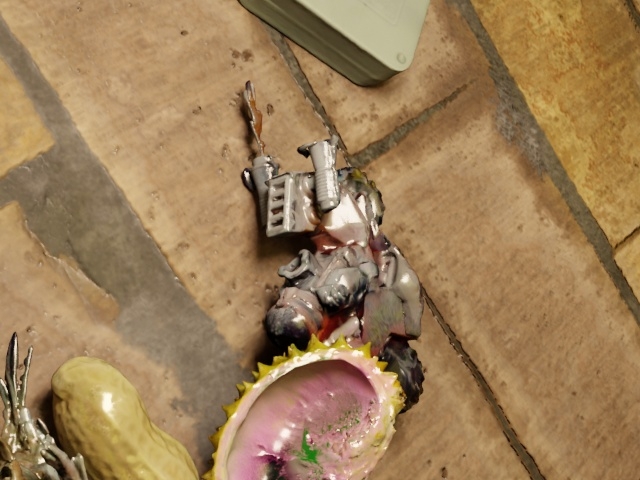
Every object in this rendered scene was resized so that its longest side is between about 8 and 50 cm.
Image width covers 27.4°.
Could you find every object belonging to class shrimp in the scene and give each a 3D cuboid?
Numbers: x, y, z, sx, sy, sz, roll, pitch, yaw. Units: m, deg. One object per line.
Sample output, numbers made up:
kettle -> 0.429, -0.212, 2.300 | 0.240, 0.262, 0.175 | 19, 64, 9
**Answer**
shrimp -> -0.238, 0.262, 1.134 | 0.172, 0.137, 0.372 | -4, 86, 6

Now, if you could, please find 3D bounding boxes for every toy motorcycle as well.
toy motorcycle -> 0.000, 0.000, 1.438 | 0.207, 0.134, 0.401 | -1, 77, -45

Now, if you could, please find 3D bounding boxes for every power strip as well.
power strip -> 0.046, -0.354, 1.594 | 0.229, 0.141, 0.261 | 32, 60, -27

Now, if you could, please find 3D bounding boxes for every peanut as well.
peanut -> -0.182, 0.203, 1.248 | 0.099, 0.090, 0.214 | -38, 101, -28

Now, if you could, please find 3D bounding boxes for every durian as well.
durian -> -0.032, 0.214, 1.306 | 0.260, 0.154, 0.186 | -49, 113, -25
